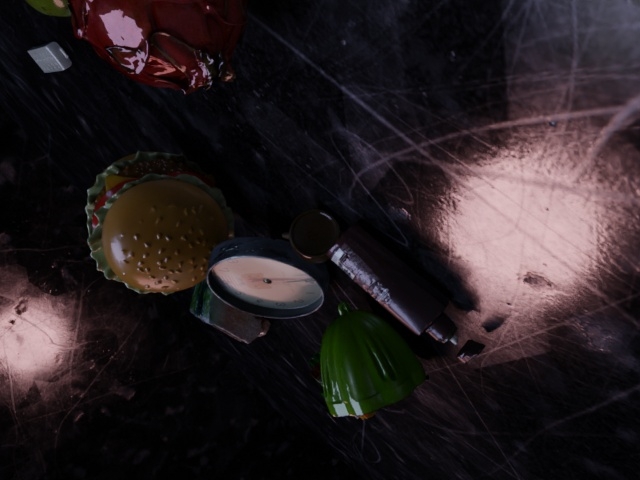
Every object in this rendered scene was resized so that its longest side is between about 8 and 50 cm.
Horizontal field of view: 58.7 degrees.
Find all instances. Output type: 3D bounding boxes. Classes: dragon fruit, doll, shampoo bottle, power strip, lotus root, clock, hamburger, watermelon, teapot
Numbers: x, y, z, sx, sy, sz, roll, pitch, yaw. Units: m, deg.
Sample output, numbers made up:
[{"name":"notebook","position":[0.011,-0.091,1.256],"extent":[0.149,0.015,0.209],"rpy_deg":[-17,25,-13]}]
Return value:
[{"name":"dragon fruit","position":[-0.159,-0.237,0.543],"extent":[0.172,0.172,0.209],"rpy_deg":[3,119,62]},{"name":"doll","position":[0.056,0.342,1.344],"extent":[0.186,0.106,0.134],"rpy_deg":[45,166,1]},{"name":"shampoo bottle","position":[0.115,0.073,0.764],"extent":[0.236,0.067,0.068],"rpy_deg":[42,179,6]},{"name":"power strip","position":[-0.634,-0.424,1.322],"extent":[0.253,0.027,0.060],"rpy_deg":[19,147,51]},{"name":"lotus root","position":[0.067,0.181,0.960],"extent":[0.186,0.186,0.186],"rpy_deg":[39,159,18]},{"name":"clock","position":[-0.096,0.073,1.033],"extent":[0.226,0.049,0.226],"rpy_deg":[7,146,5]},{"name":"hamburger","position":[-0.298,-0.023,1.077],"extent":[0.212,0.274,0.274],"rpy_deg":[46,167,48]},{"name":"watermelon","position":[-0.287,0.206,1.687],"extent":[0.302,0.151,0.264],"rpy_deg":[50,159,-12]},{"name":"teapot","position":[0.000,0.000,0.845],"extent":[0.121,0.076,0.068],"rpy_deg":[11,165,5]}]

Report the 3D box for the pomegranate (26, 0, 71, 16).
[{"name":"pomegranate","position":[-0.316,-0.342,0.715],"extent":[0.159,0.129,0.129],"rpy_deg":[26,153,28]}]
